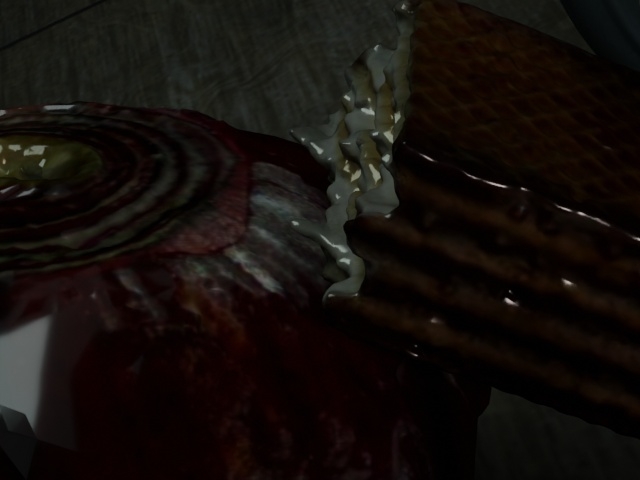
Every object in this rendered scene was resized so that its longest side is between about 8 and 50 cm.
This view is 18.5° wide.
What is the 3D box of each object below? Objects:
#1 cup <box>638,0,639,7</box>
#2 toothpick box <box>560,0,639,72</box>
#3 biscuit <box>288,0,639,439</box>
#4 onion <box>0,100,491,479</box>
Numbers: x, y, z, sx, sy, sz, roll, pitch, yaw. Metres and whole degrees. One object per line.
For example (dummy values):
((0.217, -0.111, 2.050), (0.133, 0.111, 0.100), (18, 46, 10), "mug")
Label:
((0.226, -0.049, 0.503), (0.301, 0.257, 0.227), (-3, -1, 31), "cup")
((0.221, -0.212, 0.873), (0.263, 0.263, 0.355), (-13, 31, 22), "toothpick box")
((0.113, 0.009, 0.605), (0.106, 0.252, 0.070), (-85, 18, -57), "biscuit")
((-0.041, 0.074, 0.646), (0.206, 0.216, 0.207), (-14, 27, -25), "onion")
